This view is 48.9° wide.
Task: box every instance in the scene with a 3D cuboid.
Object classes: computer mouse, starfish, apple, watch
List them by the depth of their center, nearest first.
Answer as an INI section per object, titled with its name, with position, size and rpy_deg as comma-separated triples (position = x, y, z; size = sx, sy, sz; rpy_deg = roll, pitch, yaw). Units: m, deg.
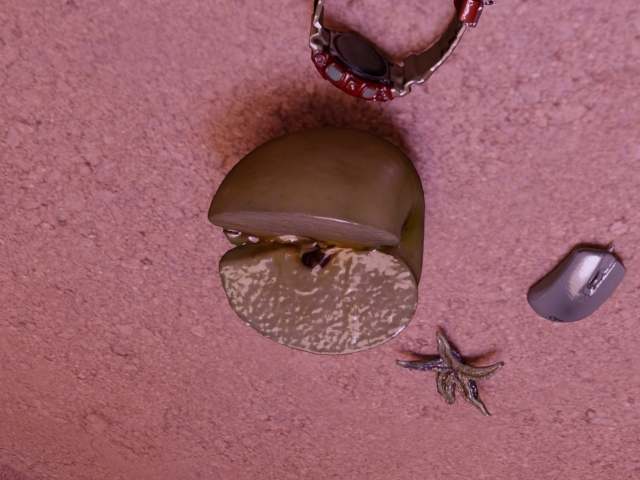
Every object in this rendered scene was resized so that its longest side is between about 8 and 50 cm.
[watch]
position = 0.095, -0.270, 0.752
size = 0.164, 0.102, 0.268
rpy_deg = 31, 126, -25
[apple]
position = 0.005, -0.018, 0.923
size = 0.257, 0.233, 0.295
rpy_deg = 3, 134, 22
[computer mouse]
position = 0.378, 0.073, 1.035
size = 0.089, 0.056, 0.182
rpy_deg = 19, 136, -10
[starfish]
position = 0.245, 0.233, 1.234
size = 0.175, 0.053, 0.208
rpy_deg = -14, 129, 41
